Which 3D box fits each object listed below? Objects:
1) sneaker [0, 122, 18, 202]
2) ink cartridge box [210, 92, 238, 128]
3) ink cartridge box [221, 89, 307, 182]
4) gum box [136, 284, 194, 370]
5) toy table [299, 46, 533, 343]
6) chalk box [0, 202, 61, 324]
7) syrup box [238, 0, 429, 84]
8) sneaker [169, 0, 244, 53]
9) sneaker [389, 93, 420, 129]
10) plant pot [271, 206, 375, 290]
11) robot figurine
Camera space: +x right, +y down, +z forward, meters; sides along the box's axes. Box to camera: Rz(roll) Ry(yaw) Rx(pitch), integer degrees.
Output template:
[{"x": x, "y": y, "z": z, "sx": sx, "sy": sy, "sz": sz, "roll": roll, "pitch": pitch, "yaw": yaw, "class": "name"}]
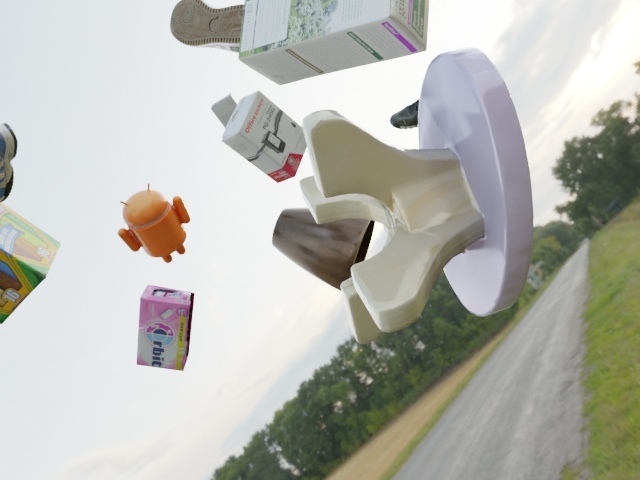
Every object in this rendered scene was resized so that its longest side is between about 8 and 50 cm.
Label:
[{"x": -0.731, "y": -0.166, "z": 1.255, "sx": 0.081, "sy": 0.080, "sz": 0.211, "roll": -27, "pitch": -28, "yaw": -48, "class": "sneaker"}, {"x": -0.218, "y": -0.307, "z": 1.436, "sx": 0.062, "sy": 0.115, "sz": 0.029, "roll": -28, "pitch": 30, "yaw": 13, "class": "ink cartridge box"}, {"x": -0.104, "y": -0.203, "z": 1.121, "sx": 0.063, "sy": 0.150, "sz": 0.109, "roll": -10, "pitch": 52, "yaw": 49, "class": "ink cartridge box"}, {"x": -0.345, "y": 0.192, "z": 1.267, "sx": 0.062, "sy": 0.107, "sz": 0.189, "roll": -91, "pitch": 11, "yaw": -65, "class": "gum box"}, {"x": 0.084, "y": -0.026, "z": 0.547, "sx": 0.160, "sy": 0.275, "sz": 0.252, "roll": -19, "pitch": 22, "yaw": -8, "class": "toy table"}, {"x": -0.794, "y": 0.017, "z": 1.316, "sx": 0.179, "sy": 0.180, "sz": 0.289, "roll": -41, "pitch": -60, "yaw": 12, "class": "chalk box"}, {"x": 0.014, "y": -0.277, "z": 0.722, "sx": 0.236, "sy": 0.093, "sz": 0.096, "roll": -1, "pitch": -10, "yaw": 35, "class": "syrup box"}, {"x": -0.184, "y": -0.441, "z": 1.208, "sx": 0.153, "sy": 0.282, "sz": 0.099, "roll": 0, "pitch": -73, "yaw": -54, "class": "sneaker"}, {"x": 0.310, "y": -0.397, "z": 1.648, "sx": 0.234, "sy": 0.078, "sz": 0.106, "roll": -14, "pitch": -38, "yaw": 9, "class": "sneaker"}, {"x": 0.000, "y": 0.000, "z": 1.465, "sx": 0.215, "sy": 0.230, "sz": 0.216, "roll": 19, "pitch": -90, "yaw": -79, "class": "plant pot"}, {"x": -0.436, "y": -0.044, "z": 1.505, "sx": 0.157, "sy": 0.128, "sz": 0.220, "roll": -10, "pitch": -50, "yaw": 16, "class": "robot figurine"}]
